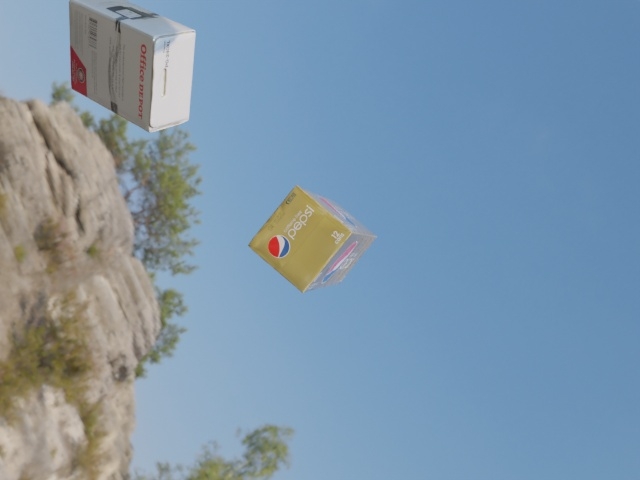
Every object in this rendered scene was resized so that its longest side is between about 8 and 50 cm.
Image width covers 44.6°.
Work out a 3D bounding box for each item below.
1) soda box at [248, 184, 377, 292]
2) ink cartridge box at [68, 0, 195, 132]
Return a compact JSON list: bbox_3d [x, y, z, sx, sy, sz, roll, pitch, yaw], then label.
[{"bbox_3d":[0.000,0.000,0.666,0.058,0.061,0.181,40,6,8],"label":"soda box"},{"bbox_3d":[-0.215,-0.203,0.883,0.150,0.063,0.109,30,-55,30],"label":"ink cartridge box"}]
